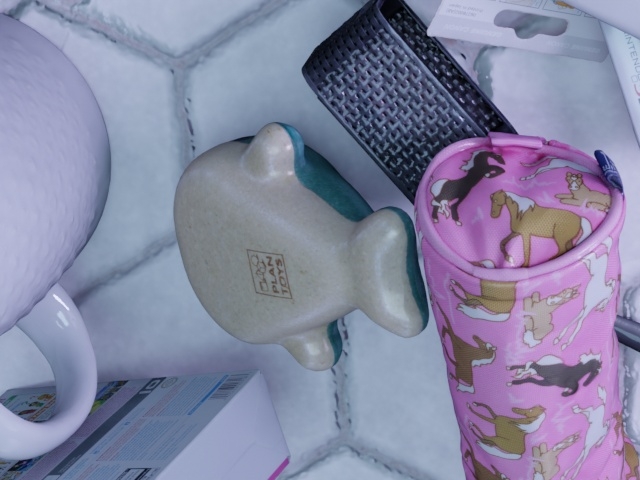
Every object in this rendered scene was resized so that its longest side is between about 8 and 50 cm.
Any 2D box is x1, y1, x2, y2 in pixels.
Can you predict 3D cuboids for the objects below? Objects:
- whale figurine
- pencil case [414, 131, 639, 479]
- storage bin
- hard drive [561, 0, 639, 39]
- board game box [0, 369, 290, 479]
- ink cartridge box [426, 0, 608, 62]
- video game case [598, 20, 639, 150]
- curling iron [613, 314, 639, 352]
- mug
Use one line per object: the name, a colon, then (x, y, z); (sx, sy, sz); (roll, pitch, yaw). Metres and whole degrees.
whale figurine: (0.000, 0.000, 1.207); (0.272, 0.141, 0.216); (9, 117, 48)
pencil case: (0.174, 0.094, 1.179); (0.167, 0.160, 0.386); (-31, 135, -18)
storage bin: (0.078, -0.108, 1.208); (0.084, 0.122, 0.180); (-39, 100, 18)
hard drive: (0.181, -0.252, 0.995); (0.353, 0.047, 0.233); (23, 152, -13)
board game box: (-0.211, 0.212, 1.264); (0.303, 0.224, 0.097); (-6, 111, 32)
ink cartridge box: (0.193, -0.252, 1.147); (0.181, 0.056, 0.225); (5, 132, -26)
video game case: (0.324, -0.155, 1.150); (0.190, 0.022, 0.173); (-17, 106, 14)
curling iron: (0.341, 0.126, 1.299); (0.274, 0.035, 0.068); (29, 110, -3)
mug: (-0.316, 0.012, 1.198); (0.276, 0.328, 0.374); (-33, 102, 17)
